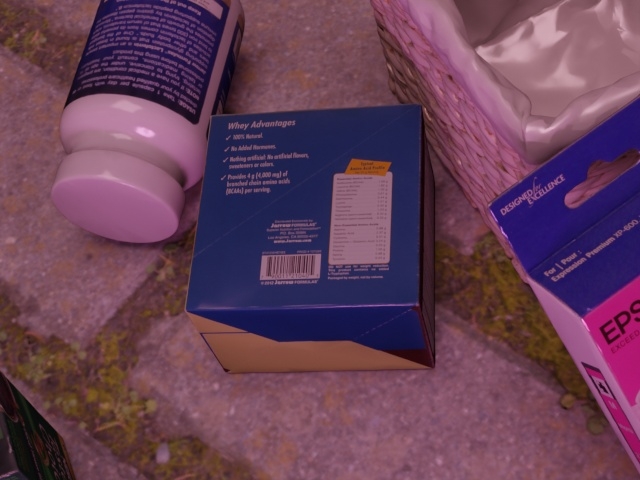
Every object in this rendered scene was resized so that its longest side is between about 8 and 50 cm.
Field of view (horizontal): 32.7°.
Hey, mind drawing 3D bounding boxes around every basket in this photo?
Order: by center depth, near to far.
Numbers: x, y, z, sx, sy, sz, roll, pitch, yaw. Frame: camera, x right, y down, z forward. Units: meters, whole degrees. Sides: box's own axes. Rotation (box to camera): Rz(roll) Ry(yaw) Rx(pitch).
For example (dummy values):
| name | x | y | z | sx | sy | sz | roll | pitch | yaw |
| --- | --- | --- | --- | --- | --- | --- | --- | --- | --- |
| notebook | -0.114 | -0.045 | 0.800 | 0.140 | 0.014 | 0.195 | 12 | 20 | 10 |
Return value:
| name | x | y | z | sx | sy | sz | roll | pitch | yaw |
| --- | --- | --- | --- | --- | --- | --- | --- | --- | --- |
| basket | 0.244 | -0.193 | 0.975 | 0.331 | 0.266 | 0.328 | -28 | 59 | -4 |

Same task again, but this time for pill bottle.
| name | x | y | z | sx | sy | sz | roll | pitch | yaw |
| --- | --- | --- | --- | --- | --- | --- | --- | --- | --- |
| pill bottle | -0.173 | -0.140 | 1.095 | 0.153 | 0.153 | 0.265 | 3 | 60 | 14 |

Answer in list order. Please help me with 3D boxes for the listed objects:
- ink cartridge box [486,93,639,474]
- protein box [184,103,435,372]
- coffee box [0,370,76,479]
| name | x | y | z | sx | sy | sz | roll | pitch | yaw |
| --- | --- | --- | --- | --- | --- | --- | --- | --- | --- |
| ink cartridge box | 0.285 | 0.081 | 0.789 | 0.175 | 0.069 | 0.371 | -35 | 102 | -9 |
| protein box | 0.000 | 0.000 | 0.987 | 0.199 | 0.136 | 0.201 | -2 | 60 | 11 |
| coffee box | -0.247 | 0.183 | 0.904 | 0.040 | 0.184 | 0.113 | -24 | 57 | -6 |
